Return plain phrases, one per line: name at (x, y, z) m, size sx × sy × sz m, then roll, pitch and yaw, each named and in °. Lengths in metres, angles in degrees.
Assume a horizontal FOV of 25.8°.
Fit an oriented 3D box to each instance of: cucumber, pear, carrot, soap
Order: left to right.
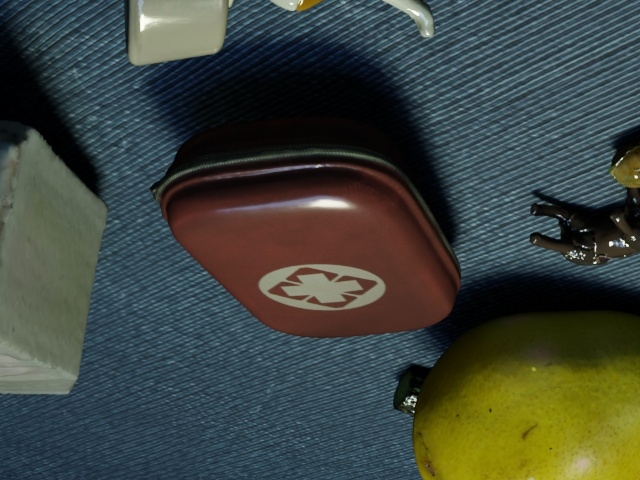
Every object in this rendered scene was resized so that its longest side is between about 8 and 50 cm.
soap at (-0.413, 0.033, 1.475) m, size 0.350 × 0.213 × 0.435 m, roll 0°, pitch 167°, yaw 8°
cucumber at (0.243, 0.236, 1.882) m, size 0.293 × 0.067 × 0.067 m, roll 15°, pitch 148°, yaw -10°
pear at (0.276, 0.211, 1.651) m, size 0.336 × 0.285 × 0.285 m, roll -33°, pitch 131°, yaw 27°
carrot at (0.376, -0.113, 1.319) m, size 0.049 × 0.049 × 0.254 m, roll 29°, pitch 138°, yaw -29°

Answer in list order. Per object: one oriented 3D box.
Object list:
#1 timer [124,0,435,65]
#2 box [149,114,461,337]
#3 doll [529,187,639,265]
timer at (-0.026, -0.230, 1.144) m, size 0.266 × 0.175 × 0.175 m, roll -1°, pitch 149°, yaw -10°
box at (0.000, 0.000, 1.471) m, size 0.263 × 0.108 × 0.404 m, roll -6°, pitch 155°, yaw 18°
doll at (0.320, -0.004, 1.492) m, size 0.139 × 0.057 × 0.165 m, roll -19°, pitch 144°, yaw 32°
